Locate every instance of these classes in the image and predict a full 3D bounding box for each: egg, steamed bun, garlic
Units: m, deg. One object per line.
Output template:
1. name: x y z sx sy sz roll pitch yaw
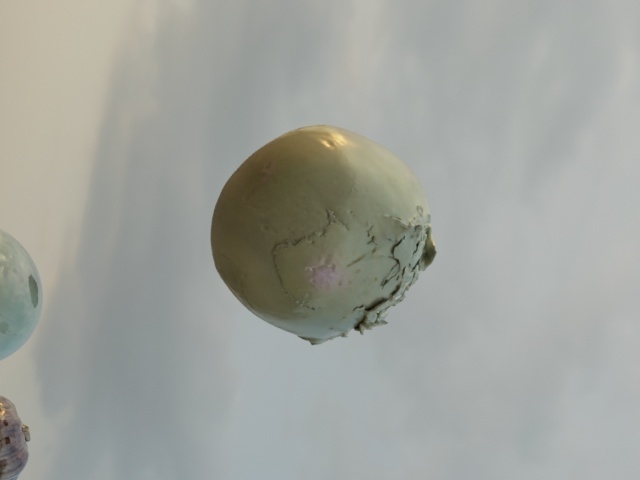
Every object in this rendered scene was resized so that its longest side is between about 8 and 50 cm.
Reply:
1. egg: -0.429 0.063 1.542 0.264 0.183 0.183 11 -89 53
2. steamed bun: 0.000 0.000 1.946 0.334 0.312 0.233 -58 -151 13
3. garlic: -0.546 0.337 2.189 0.147 0.102 0.159 99 -28 -57
